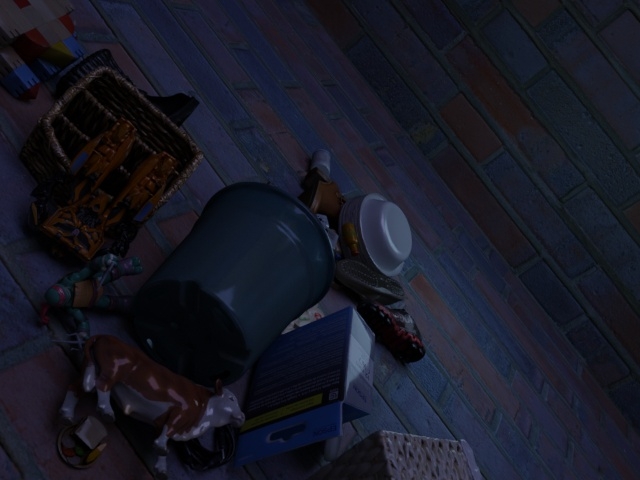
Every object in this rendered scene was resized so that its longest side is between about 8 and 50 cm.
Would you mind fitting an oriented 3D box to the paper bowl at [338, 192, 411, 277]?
[{"bbox_3d":[0.192,-0.016,2.094,0.284,0.148,0.284,28,54,-46],"label":"paper bowl"}]

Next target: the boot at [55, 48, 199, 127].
[{"bbox_3d":[-0.473,-0.368,1.637,0.260,0.131,0.348,46,29,-9],"label":"boot"}]

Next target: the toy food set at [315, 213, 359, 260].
[{"bbox_3d":[0.000,0.000,1.913,0.232,0.111,0.104,11,52,-39],"label":"toy food set"}]

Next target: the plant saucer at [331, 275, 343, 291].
[{"bbox_3d":[0.044,0.115,1.946,0.083,0.015,0.083,36,31,-27],"label":"plant saucer"}]

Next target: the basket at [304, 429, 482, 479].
[{"bbox_3d":[0.133,0.574,1.213,0.266,0.331,0.328,22,38,-33],"label":"basket"}]

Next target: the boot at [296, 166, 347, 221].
[{"bbox_3d":[0.027,-0.099,2.107,0.220,0.109,0.283,45,21,-19],"label":"boot"}]

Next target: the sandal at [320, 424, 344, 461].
[{"bbox_3d":[0.018,0.347,1.521,0.102,0.169,0.416,5,30,6],"label":"sandal"}]

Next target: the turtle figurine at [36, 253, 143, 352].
[{"bbox_3d":[-0.414,0.096,1.164,0.118,0.175,0.234,23,11,15],"label":"turtle figurine"}]

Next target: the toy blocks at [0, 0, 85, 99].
[{"bbox_3d":[-0.669,-0.486,1.478,0.261,0.190,0.381,53,26,-21],"label":"toy blocks"}]

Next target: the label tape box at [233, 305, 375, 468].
[{"bbox_3d":[-0.023,0.322,1.339,0.115,0.249,0.348,53,25,-27],"label":"label tape box"}]

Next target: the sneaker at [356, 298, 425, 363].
[{"bbox_3d":[0.208,0.250,1.940,0.276,0.097,0.135,41,30,-23],"label":"sneaker"}]

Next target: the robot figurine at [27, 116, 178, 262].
[{"bbox_3d":[-0.424,-0.085,1.251,0.211,0.291,0.085,39,-14,-19],"label":"robot figurine"}]

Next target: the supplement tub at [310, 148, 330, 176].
[{"bbox_3d":[0.001,-0.270,2.282,0.071,0.071,0.107,38,31,-24],"label":"supplement tub"}]

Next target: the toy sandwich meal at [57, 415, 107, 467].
[{"bbox_3d":[-0.384,0.327,1.046,0.085,0.029,0.085,36,31,-26],"label":"toy sandwich meal"}]

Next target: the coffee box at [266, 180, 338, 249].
[{"bbox_3d":[-0.092,-0.023,1.740,0.246,0.141,0.098,37,24,-8],"label":"coffee box"}]

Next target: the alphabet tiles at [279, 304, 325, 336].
[{"bbox_3d":[-0.101,0.156,1.677,0.278,0.021,0.284,6,51,-53],"label":"alphabet tiles"}]

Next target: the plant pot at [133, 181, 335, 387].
[{"bbox_3d":[-0.185,0.099,1.324,0.341,0.341,0.334,47,35,-7],"label":"plant pot"}]

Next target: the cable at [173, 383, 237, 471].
[{"bbox_3d":[-0.228,0.345,1.237,0.150,0.047,0.184,-5,60,-58],"label":"cable"}]

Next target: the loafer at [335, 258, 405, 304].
[{"bbox_3d":[0.142,0.144,1.975,0.268,0.092,0.102,27,34,-29],"label":"loafer"}]

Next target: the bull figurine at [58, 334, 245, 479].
[{"bbox_3d":[-0.282,0.280,1.102,0.310,0.101,0.188,32,32,-12],"label":"bull figurine"}]

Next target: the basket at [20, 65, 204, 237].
[{"bbox_3d":[-0.443,-0.179,1.360,0.299,0.223,0.213,44,28,-15],"label":"basket"}]
